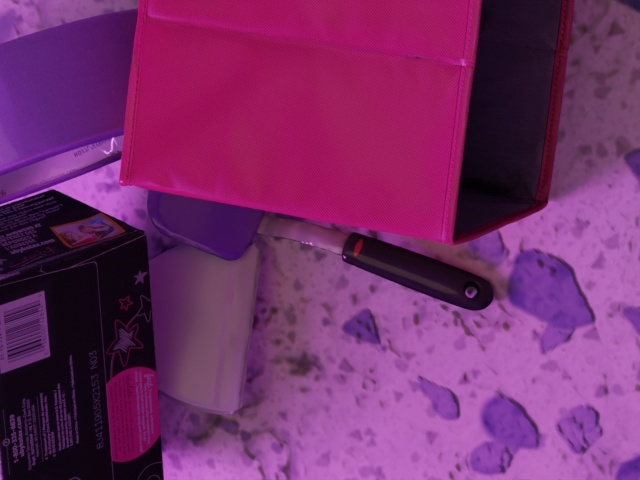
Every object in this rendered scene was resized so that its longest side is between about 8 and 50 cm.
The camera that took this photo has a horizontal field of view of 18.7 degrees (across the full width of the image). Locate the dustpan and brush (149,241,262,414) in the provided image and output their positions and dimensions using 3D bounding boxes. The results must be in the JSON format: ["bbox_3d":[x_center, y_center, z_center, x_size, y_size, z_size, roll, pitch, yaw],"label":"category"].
[{"bbox_3d":[-0.151,0.063,1.652,0.211,0.060,0.147,7,87,14],"label":"dustpan and brush"}]

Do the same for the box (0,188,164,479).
[{"bbox_3d":[-0.237,0.108,1.579,0.142,0.163,0.247,22,122,45],"label":"box"}]

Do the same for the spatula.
[{"bbox_3d":[0.000,0.000,1.582,0.296,0.030,0.084,19,74,14],"label":"spatula"}]

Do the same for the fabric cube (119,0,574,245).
[{"bbox_3d":[0.031,-0.153,1.444,0.258,0.254,0.259,11,101,21],"label":"fabric cube"}]

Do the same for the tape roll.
[{"bbox_3d":[-0.235,-0.093,1.539,0.274,0.275,0.090,-22,88,22],"label":"tape roll"}]
